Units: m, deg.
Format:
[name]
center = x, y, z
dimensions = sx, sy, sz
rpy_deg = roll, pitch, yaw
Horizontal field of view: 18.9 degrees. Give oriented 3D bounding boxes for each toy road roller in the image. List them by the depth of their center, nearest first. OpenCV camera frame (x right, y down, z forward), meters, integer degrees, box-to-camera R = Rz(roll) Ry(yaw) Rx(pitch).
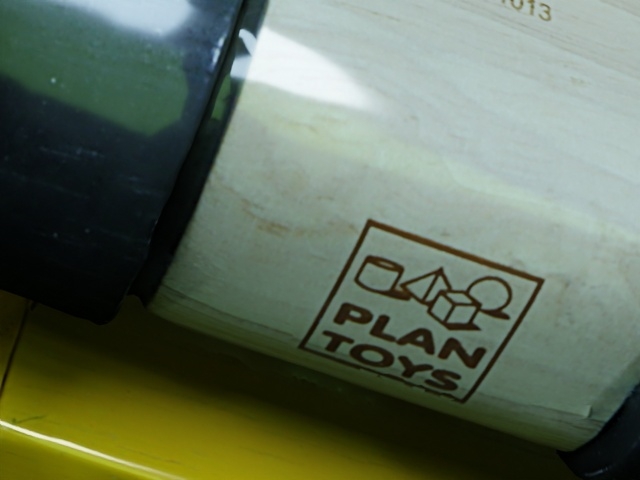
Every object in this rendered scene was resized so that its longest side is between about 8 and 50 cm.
[toy road roller]
center = 0.000, 0.000, 0.494
dimensions = 0.202, 0.241, 0.329
rpy_deg = 19, 133, -9
